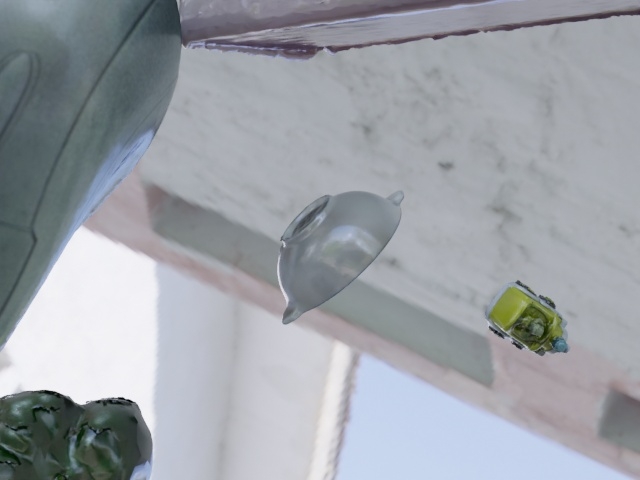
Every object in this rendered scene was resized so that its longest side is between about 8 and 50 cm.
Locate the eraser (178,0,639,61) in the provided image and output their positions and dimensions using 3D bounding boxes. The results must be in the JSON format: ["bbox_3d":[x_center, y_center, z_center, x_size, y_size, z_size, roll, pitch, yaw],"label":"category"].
[{"bbox_3d":[0.113,-0.205,0.912,0.359,0.122,0.272,-5,3,26],"label":"eraser"}]

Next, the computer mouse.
[{"bbox_3d":[-0.232,-0.042,0.828,0.188,0.371,0.122,34,15,-11],"label":"computer mouse"}]

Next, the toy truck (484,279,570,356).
[{"bbox_3d":[0.266,0.106,1.639,0.111,0.076,0.077,32,6,-29],"label":"toy truck"}]

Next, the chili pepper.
[{"bbox_3d":[-0.311,0.281,1.476,0.233,0.248,0.256,17,-22,-7],"label":"chili pepper"}]

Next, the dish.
[{"bbox_3d":[0.000,0.000,1.808,0.086,0.236,0.228,47,-39,-14],"label":"dish"}]
